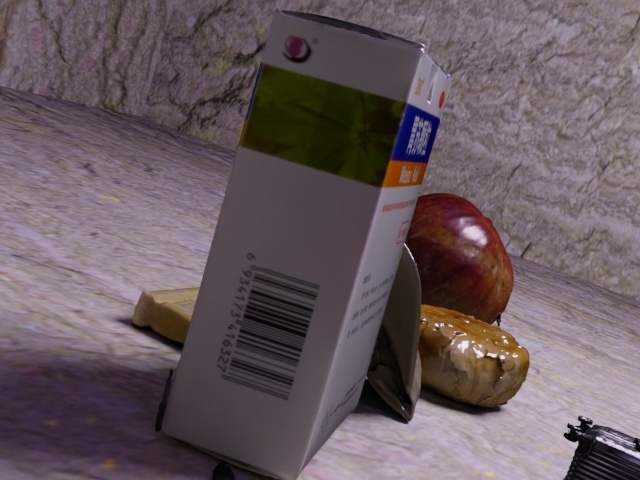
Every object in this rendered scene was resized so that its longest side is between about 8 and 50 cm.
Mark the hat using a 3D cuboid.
[{"bbox_3d":[0.038,0.059,0.891,0.166,0.173,0.144,23,13,13],"label":"hat"}]

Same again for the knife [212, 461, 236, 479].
[{"bbox_3d":[-0.052,0.161,0.558,0.023,0.010,0.170,22,5,-11],"label":"knife"}]

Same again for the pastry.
[{"bbox_3d":[0.142,0.120,1.013,0.153,0.081,0.153,18,18,-6],"label":"pastry"}]

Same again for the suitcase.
[{"bbox_3d":[0.232,0.189,0.706,0.126,0.086,0.059,21,10,27],"label":"suitcase"}]

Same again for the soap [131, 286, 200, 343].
[{"bbox_3d":[-0.077,0.077,0.978,0.092,0.037,0.252,20,8,26],"label":"soap"}]

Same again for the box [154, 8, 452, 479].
[{"bbox_3d":[0.000,0.000,0.715,0.107,0.299,0.200,18,8,11],"label":"box"}]

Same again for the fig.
[{"bbox_3d":[0.149,0.039,1.252,0.205,0.205,0.205,17,8,-3],"label":"fig"}]
